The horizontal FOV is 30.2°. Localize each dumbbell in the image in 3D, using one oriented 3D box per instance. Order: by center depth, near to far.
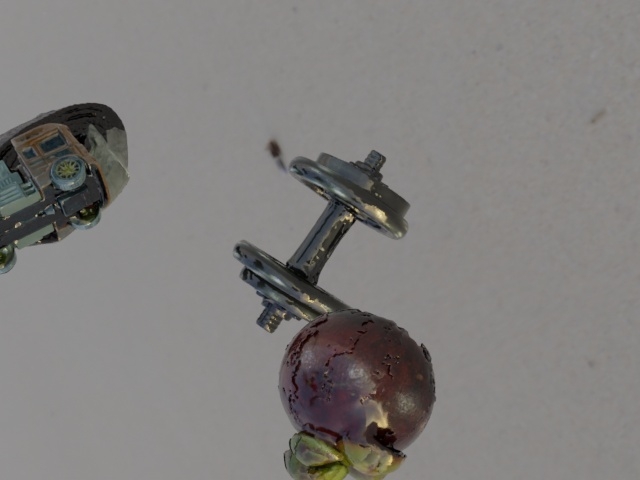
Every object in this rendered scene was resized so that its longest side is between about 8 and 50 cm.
[{"bbox_3d":[0.000,0.000,1.629,0.192,0.290,0.192,33,178,1],"label":"dumbbell"}]

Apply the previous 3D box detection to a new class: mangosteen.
[{"bbox_3d":[0.031,0.159,1.145,0.166,0.180,0.166,14,164,4],"label":"mangosteen"}]

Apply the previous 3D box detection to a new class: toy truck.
[{"bbox_3d":[-0.393,-0.048,1.414,0.140,0.257,0.108,52,163,29],"label":"toy truck"}]

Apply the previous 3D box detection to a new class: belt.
[{"bbox_3d":[-0.420,-0.105,1.854,0.164,0.289,0.184,-13,113,46],"label":"belt"}]
